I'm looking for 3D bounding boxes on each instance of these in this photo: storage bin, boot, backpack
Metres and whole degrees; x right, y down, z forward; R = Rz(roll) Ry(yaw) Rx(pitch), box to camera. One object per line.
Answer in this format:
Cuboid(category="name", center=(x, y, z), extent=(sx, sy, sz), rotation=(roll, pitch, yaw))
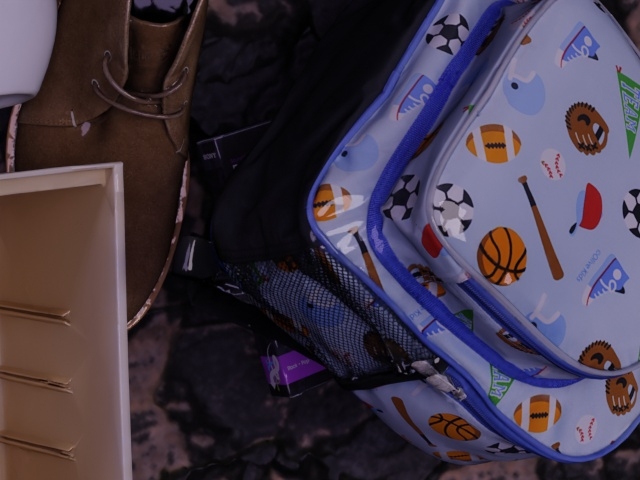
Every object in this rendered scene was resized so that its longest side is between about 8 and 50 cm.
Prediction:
Cuboid(category="storage bin", center=(-0.239, 0.095, 1.066), extent=(0.260, 0.123, 0.262), rotation=(-9, 102, -46))
Cuboid(category="boot", center=(-0.116, -0.087, 1.146), extent=(0.112, 0.115, 0.305), rotation=(8, 95, -14))
Cuboid(category="backpack", center=(0.101, -0.005, 1.130), extent=(0.263, 0.213, 0.276), rotation=(49, 63, -29))

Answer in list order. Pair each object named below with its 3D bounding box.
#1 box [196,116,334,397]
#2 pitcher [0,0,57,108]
Cuboid(category="box", center=(0.000, 0.000, 1.196), extent=(0.116, 0.029, 0.162), rotation=(-20, 99, -31))
Cuboid(category="pitcher", center=(-0.195, -0.180, 1.111), extent=(0.178, 0.125, 0.207), rotation=(-11, 89, 14))
